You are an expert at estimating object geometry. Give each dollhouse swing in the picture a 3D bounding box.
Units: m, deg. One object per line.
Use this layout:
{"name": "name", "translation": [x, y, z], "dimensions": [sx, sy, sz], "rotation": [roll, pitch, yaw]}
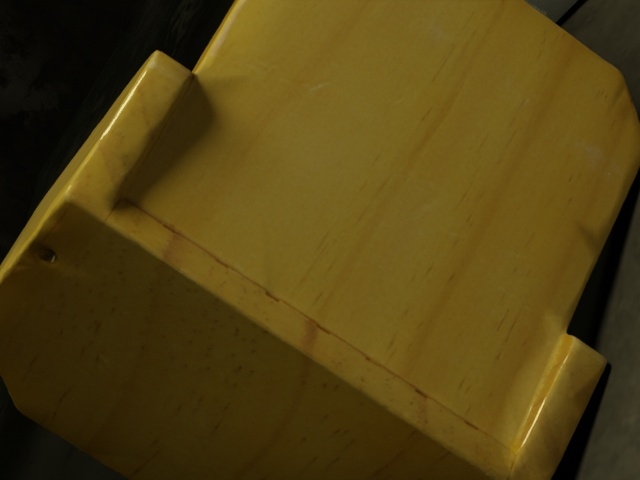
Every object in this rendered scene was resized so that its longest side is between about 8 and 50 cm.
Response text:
{"name": "dollhouse swing", "translation": [0.000, 0.000, 1.034], "dimensions": [0.315, 0.346, 0.305], "rotation": [-42, 19, 49]}

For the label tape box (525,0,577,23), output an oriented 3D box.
{"name": "label tape box", "translation": [0.250, -0.374, 1.194], "dimensions": [0.348, 0.115, 0.249], "rotation": [-47, 25, 46]}
